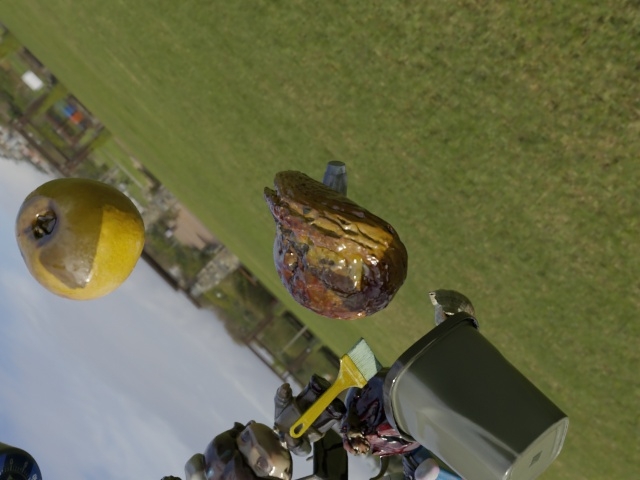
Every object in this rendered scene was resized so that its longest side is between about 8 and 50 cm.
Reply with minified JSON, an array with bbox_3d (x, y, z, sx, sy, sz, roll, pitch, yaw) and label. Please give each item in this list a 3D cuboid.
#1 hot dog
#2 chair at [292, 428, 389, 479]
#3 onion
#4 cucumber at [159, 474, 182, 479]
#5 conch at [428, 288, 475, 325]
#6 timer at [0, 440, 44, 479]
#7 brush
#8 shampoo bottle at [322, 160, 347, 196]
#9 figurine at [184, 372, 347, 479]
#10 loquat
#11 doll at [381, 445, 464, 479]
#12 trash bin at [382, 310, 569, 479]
[{"bbox_3d":[0.000,0.000,1.633,0.387,0.174,0.267,33,138,49],"label":"hot dog"},{"bbox_3d":[0.024,0.572,2.172,0.166,0.272,0.188,44,-149,-36],"label":"chair"},{"bbox_3d":[0.187,0.401,1.988,0.221,0.281,0.281,65,172,-2],"label":"onion"},{"bbox_3d":[-0.362,0.639,1.918,0.072,0.072,0.300,46,-173,-11],"label":"cucumber"},{"bbox_3d":[0.357,0.202,2.315,0.155,0.130,0.207,32,-170,9],"label":"conch"},{"bbox_3d":[-0.647,0.584,1.827,0.383,0.270,0.270,0,151,25],"label":"timer"},{"bbox_3d":[0.021,0.265,1.441,0.011,0.205,0.083,27,156,52],"label":"brush"},{"bbox_3d":[0.029,-0.078,2.027,0.049,0.087,0.233,20,117,30],"label":"shampoo bottle"},{"bbox_3d":[-0.112,0.470,1.878,0.218,0.365,0.206,47,-156,11],"label":"figurine"},{"bbox_3d":[-0.511,-0.007,1.805,0.275,0.275,0.275,44,173,7],"label":"loquat"},{"bbox_3d":[0.260,0.738,2.348,0.240,0.310,0.284,33,-173,-10],"label":"doll"},{"bbox_3d":[0.269,0.294,1.412,0.250,0.220,0.219,40,155,34],"label":"trash bin"}]
